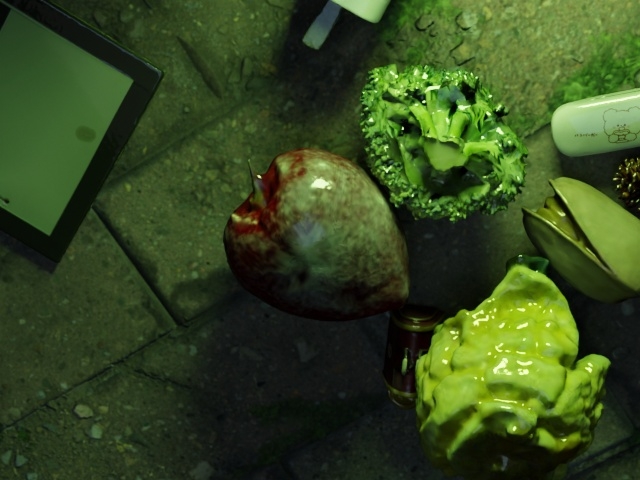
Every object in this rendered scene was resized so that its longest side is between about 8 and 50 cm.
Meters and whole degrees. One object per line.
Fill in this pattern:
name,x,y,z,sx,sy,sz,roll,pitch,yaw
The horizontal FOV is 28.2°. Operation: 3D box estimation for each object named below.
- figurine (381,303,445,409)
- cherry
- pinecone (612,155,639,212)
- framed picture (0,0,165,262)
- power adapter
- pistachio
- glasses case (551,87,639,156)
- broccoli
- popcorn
figurine,0.134,0.179,1.849,0.082,0.098,0.154,6,108,1
cherry,0.000,0.000,1.742,0.300,0.203,0.230,36,103,-16
pinecone,0.454,-0.078,1.721,0.109,0.102,0.102,24,111,9
framed picture,-0.413,-0.168,1.826,0.265,0.016,0.347,30,110,-5
power adapter,0.039,-0.343,1.648,0.125,0.130,0.205,29,109,-5
pistachio,0.371,0.003,1.740,0.206,0.131,0.129,39,102,-2
glasses case,0.408,-0.162,1.715,0.193,0.049,0.074,-10,108,9
broccoli,0.155,-0.134,1.691,0.198,0.176,0.226,-36,127,0
popcorn,0.267,0.221,1.753,0.292,0.237,0.293,-2,130,-3
